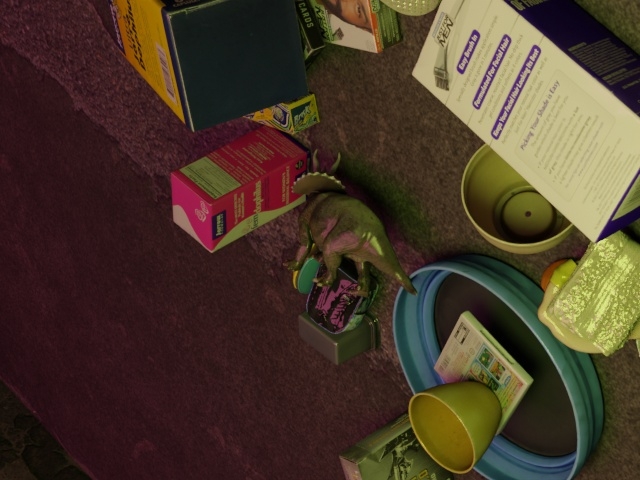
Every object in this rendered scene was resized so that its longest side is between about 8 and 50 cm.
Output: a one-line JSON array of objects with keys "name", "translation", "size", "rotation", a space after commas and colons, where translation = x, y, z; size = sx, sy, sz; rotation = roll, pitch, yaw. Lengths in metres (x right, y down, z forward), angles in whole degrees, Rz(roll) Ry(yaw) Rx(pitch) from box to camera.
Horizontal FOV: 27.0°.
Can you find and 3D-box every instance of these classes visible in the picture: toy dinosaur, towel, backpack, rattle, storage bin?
[{"name": "toy dinosaur", "translation": [0.033, -0.011, 2.070], "size": [0.313, 0.121, 0.160], "rotation": [41, 124, 47]}, {"name": "towel", "translation": [0.369, 0.063, 1.702], "size": [0.110, 0.027, 0.148], "rotation": [33, 102, 8]}, {"name": "backpack", "translation": [0.039, 0.096, 2.263], "size": [0.105, 0.084, 0.114], "rotation": [36, 116, 28]}, {"name": "rattle", "translation": [0.390, 0.103, 1.783], "size": [0.199, 0.130, 0.143], "rotation": [21, 167, 4]}, {"name": "storage bin", "translation": [0.028, 0.151, 2.342], "size": [0.135, 0.091, 0.098], "rotation": [34, 141, 37]}]

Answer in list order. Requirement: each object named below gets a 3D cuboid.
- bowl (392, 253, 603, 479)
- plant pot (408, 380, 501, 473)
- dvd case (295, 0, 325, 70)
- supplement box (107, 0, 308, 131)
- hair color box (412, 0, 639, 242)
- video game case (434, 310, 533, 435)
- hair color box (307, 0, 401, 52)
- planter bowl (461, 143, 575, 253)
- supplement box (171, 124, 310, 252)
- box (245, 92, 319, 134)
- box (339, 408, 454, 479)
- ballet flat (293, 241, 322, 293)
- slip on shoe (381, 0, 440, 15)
[{"name": "bowl", "translation": [0.269, 0.200, 2.030], "size": [0.391, 0.077, 0.391], "rotation": [37, 143, 35]}, {"name": "plant pot", "translation": [0.209, 0.259, 1.958], "size": [0.134, 0.095, 0.134], "rotation": [36, 142, 34]}, {"name": "dvd case", "translation": [-0.064, -0.338, 2.052], "size": [0.179, 0.029, 0.238], "rotation": [68, 163, 4]}, {"name": "supplement box", "translation": [-0.187, -0.342, 2.035], "size": [0.356, 0.194, 0.195], "rotation": [46, 151, 52]}, {"name": "hair color box", "translation": [0.281, -0.182, 1.633], "size": [0.339, 0.110, 0.185], "rotation": [45, 139, 22]}, {"name": "video game case", "translation": [0.239, 0.198, 1.977], "size": [0.143, 0.019, 0.157], "rotation": [47, 147, 21]}, {"name": "hair color box", "translation": [0.039, -0.334, 1.942], "size": [0.167, 0.053, 0.093], "rotation": [20, 131, 47]}, {"name": "planter bowl", "translation": [0.271, -0.049, 1.753], "size": [0.162, 0.162, 0.109], "rotation": [46, 173, 24]}, {"name": "supplement box", "translation": [-0.133, -0.092, 2.246], "size": [0.114, 0.220, 0.111], "rotation": [39, 145, 33]}, {"name": "box", "translation": [-0.080, -0.227, 2.210], "size": [0.169, 0.059, 0.054], "rotation": [23, 132, 47]}, {"name": "box", "translation": [0.143, 0.428, 2.312], "size": [0.056, 0.183, 0.231], "rotation": [13, 125, 52]}, {"name": "ballet flat", "translation": [0.000, 0.000, 2.287], "size": [0.231, 0.077, 0.077], "rotation": [114, 142, -52]}, {"name": "slip on shoe", "translation": [0.072, -0.448, 1.759], "size": [0.123, 0.101, 0.331], "rotation": [-16, 116, 40]}]
